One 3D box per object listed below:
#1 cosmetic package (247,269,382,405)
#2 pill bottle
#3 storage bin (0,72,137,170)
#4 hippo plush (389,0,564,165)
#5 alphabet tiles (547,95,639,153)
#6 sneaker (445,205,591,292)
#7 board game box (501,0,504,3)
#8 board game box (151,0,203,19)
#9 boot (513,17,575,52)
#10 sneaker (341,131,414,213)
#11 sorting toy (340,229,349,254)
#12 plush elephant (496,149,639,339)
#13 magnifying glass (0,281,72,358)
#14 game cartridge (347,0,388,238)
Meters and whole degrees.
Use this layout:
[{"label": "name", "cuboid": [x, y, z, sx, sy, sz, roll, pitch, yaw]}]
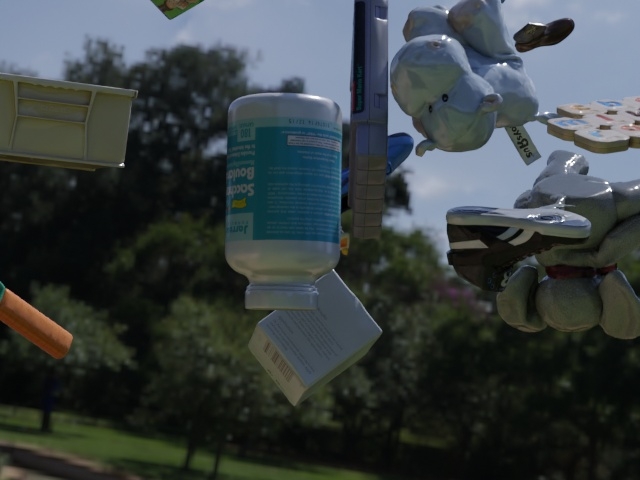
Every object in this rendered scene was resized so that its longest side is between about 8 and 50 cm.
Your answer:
[{"label": "cosmetic package", "cuboid": [-0.012, 0.181, 2.468, 0.184, 0.151, 0.151, -34, -11, -20]}, {"label": "pill bottle", "cuboid": [-0.046, -0.045, 1.682, 0.146, 0.264, 0.146, 1, -5, 0]}, {"label": "storage bin", "cuboid": [-0.450, -0.185, 2.118, 0.260, 0.123, 0.262, 6, 0, -20]}, {"label": "hippo plush", "cuboid": [0.188, -0.195, 1.936, 0.234, 0.294, 0.236, -34, 3, 37]}, {"label": "alphabet tiles", "cuboid": [0.464, -0.157, 1.852, 0.284, 0.021, 0.278, -9, 21, -21]}, {"label": "sneaker", "cuboid": [0.284, 0.018, 1.915, 0.217, 0.121, 0.079, 7, 18, 32]}, {"label": "board game box", "cuboid": [0.260, -0.550, 2.551, 0.211, 0.039, 0.160, 23, -31, 23]}, {"label": "board game box", "cuboid": [-0.224, -0.379, 1.250, 0.046, 0.317, 0.213, -30, -20, 7]}, {"label": "boot", "cuboid": [0.354, -0.332, 2.122, 0.106, 0.037, 0.114, -27, -8, 6]}, {"label": "sneaker", "cuboid": [0.087, -0.107, 2.335, 0.082, 0.209, 0.069, 50, -9, 43]}, {"label": "sorting toy", "cuboid": [0.000, 0.000, 2.096, 0.075, 0.045, 0.083, -8, 20, -11]}, {"label": "plush elephant", "cuboid": [0.421, 0.030, 2.148, 0.272, 0.255, 0.330, 13, 27, 34]}, {"label": "magnifying glass", "cuboid": [-0.320, 0.043, 1.256, 0.026, 0.092, 0.231, -13, -41, 35]}, {"label": "game cartridge", "cuboid": [0.072, -0.211, 2.061, 0.068, 0.355, 0.230, -1, -33, 4]}]
